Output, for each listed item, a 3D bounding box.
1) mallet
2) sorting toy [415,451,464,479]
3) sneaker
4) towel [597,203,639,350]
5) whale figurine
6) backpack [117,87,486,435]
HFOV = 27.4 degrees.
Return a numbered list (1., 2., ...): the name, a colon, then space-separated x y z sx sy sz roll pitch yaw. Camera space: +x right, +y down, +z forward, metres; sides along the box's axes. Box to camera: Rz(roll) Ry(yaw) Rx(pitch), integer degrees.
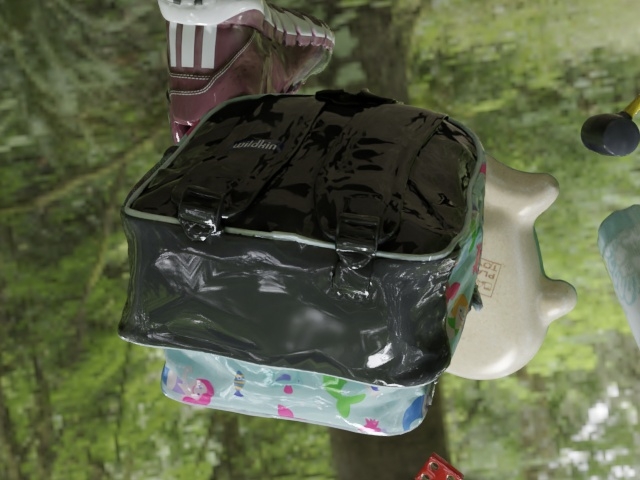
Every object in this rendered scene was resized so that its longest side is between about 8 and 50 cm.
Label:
1. mallet: 0.314 -0.149 1.190 0.190 0.039 0.062 -46 -167 7
2. sorting toy: 0.213 0.357 1.578 0.274 0.132 0.046 34 -146 12
3. sneaker: -0.072 -0.128 1.159 0.106 0.162 0.281 6 -179 21
4. towel: 0.443 0.156 1.463 0.090 0.320 0.374 -31 147 19
5. whale figurine: 0.194 0.024 1.508 0.216 0.272 0.141 18 -152 13
6. backpack: 0.000 0.000 0.878 0.225 0.191 0.253 8 -148 9
